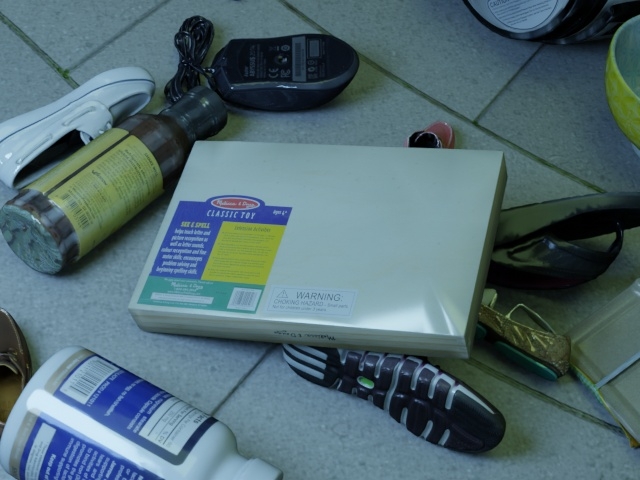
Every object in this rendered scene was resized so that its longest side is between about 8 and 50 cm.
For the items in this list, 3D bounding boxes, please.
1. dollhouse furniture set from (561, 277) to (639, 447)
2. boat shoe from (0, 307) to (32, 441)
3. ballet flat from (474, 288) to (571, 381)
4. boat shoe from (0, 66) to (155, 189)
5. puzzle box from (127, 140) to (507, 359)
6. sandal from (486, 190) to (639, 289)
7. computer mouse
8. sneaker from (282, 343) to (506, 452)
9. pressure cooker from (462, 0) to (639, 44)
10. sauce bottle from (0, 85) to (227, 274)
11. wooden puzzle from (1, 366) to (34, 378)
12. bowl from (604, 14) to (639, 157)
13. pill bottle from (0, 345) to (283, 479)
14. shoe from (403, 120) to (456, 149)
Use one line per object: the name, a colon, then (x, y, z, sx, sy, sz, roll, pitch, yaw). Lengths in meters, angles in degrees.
dollhouse furniture set: (0.477, 0.144, 1.532, 0.302, 0.151, 0.197, -35, 54, -3)
boat shoe: (-0.346, 0.144, 1.312, 0.064, 0.060, 0.178, -5, 55, -17)
ballet flat: (0.220, 0.101, 1.499, 0.206, 0.073, 0.067, 29, 72, 2)
boat shoe: (-0.316, -0.141, 1.580, 0.258, 0.095, 0.084, -32, 67, -22)
puzzle box: (0.000, 0.000, 1.429, 0.409, 0.052, 0.272, 4, 54, 19)
sandal: (0.251, 0.019, 1.551, 0.446, 0.167, 0.107, -9, 80, -11)
computer mouse: (-0.079, -0.242, 1.738, 0.272, 0.072, 0.188, 2, 50, 4)
sneaker: (0.109, 0.129, 1.431, 0.281, 0.106, 0.162, 26, 45, 10)
pressure cooker: (0.384, -0.502, 1.875, 0.420, 0.369, 0.375, -17, 52, -31)
sauce bottle: (-0.248, -0.089, 1.527, 0.111, 0.111, 0.344, 35, 51, 17)
wooden puzzle: (-0.354, 0.174, 1.336, 0.116, 0.014, 0.078, 4, 53, -10)
bowl: (0.543, -0.190, 1.780, 0.290, 0.156, 0.289, 7, 48, -8)
pill bottle: (-0.180, 0.231, 1.234, 0.265, 0.153, 0.153, 27, 49, 10)
shoe: (0.154, -0.129, 1.680, 0.064, 0.081, 0.178, 25, 48, 9)
